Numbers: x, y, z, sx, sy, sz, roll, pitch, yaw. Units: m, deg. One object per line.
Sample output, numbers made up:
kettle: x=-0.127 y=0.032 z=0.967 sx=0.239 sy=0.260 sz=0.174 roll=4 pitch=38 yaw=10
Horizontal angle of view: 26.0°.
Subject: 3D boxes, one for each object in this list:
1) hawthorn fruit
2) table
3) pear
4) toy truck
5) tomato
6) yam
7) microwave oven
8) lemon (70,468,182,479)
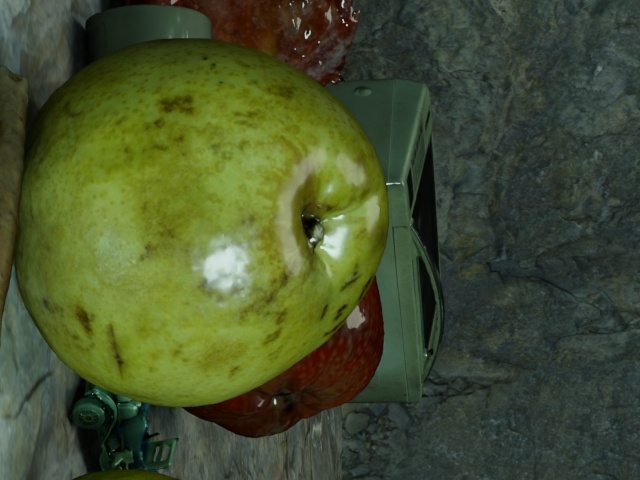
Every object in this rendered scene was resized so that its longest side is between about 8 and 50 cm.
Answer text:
hawthorn fruit: x=-0.064 y=0.071 z=1.579 sx=0.275 sy=0.275 sz=0.299 roll=31 pitch=46 yaw=-83
table: x=-0.162 y=-0.103 z=1.341 sx=0.126 sy=0.126 sz=0.219 roll=60 pitch=27 yaw=-77
pear: x=-0.090 y=-0.022 z=1.102 sx=0.304 sy=0.304 sz=0.303 roll=-4 pitch=90 yaw=-84
toy truck: x=-0.175 y=0.176 z=1.273 sx=0.080 sy=0.078 sz=0.154 roll=-88 pitch=171 yaw=-56
tomato: x=-0.120 y=-0.253 z=1.551 sx=0.170 sy=0.309 sz=0.309 roll=43 pitch=-33 yaw=52
yam: x=-0.235 y=-0.008 z=0.971 sx=0.046 sy=0.046 sz=0.264 roll=77 pitch=10 yaw=-58
microwave oven: x=0.000 y=0.000 z=1.844 sx=0.247 sy=0.333 sz=0.394 roll=-82 pitch=168 yaw=-47
lemon: x=-0.143 y=0.267 z=1.058 sx=0.248 sy=0.184 sz=0.184 roll=56 pitch=23 yaw=-33
